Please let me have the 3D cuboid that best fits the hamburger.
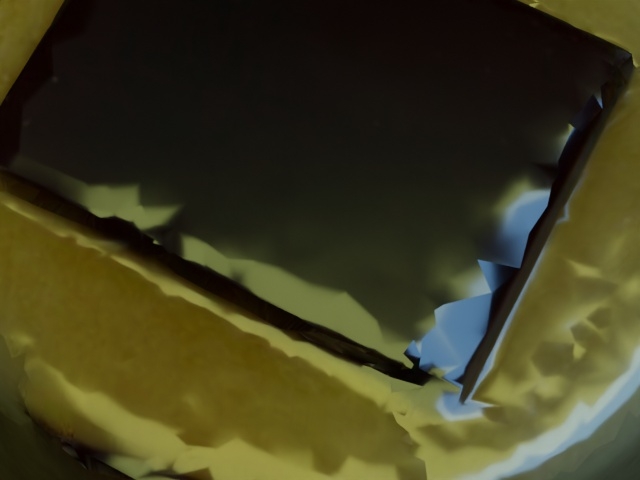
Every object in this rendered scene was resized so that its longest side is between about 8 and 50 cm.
[{"bbox_3d":[0.000,0.000,0.557,0.302,0.170,0.302,1,65,-2],"label":"hamburger"}]
